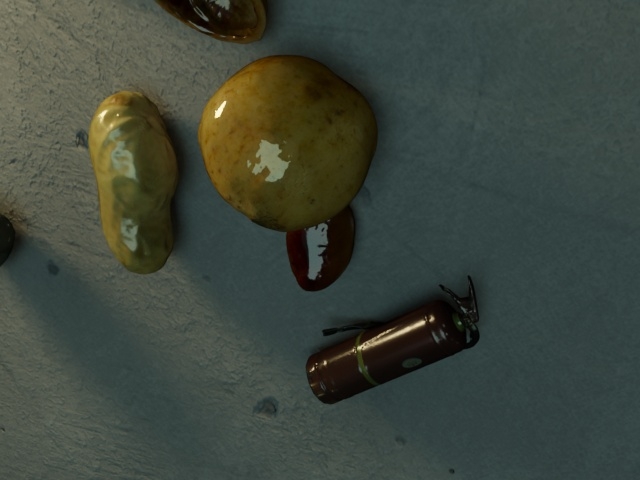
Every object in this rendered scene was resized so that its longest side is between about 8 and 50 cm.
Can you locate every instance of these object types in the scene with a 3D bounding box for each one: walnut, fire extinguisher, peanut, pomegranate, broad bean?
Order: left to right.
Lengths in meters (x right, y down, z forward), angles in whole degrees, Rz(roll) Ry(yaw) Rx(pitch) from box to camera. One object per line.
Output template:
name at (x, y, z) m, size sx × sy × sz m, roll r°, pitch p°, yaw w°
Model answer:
peanut at (-0.308, -0.089, 1.190) m, size 0.147 × 0.147 × 0.319 m, roll 5°, pitch 111°, yaw 13°
walnut at (-0.162, -0.385, 1.037) m, size 0.211 × 0.087 × 0.167 m, roll 33°, pitch 149°, yaw -25°
pomegranate at (-0.051, -0.143, 1.040) m, size 0.260 × 0.260 × 0.261 m, roll 6°, pitch 114°, yaw 13°
broad bean at (0.000, 0.000, 1.174) m, size 0.114 × 0.084 × 0.165 m, roll -4°, pitch 111°, yaw -13°
fire extinguisher at (0.127, 0.168, 1.200) m, size 0.341 × 0.105 × 0.141 m, roll -29°, pitch 104°, yaw 27°

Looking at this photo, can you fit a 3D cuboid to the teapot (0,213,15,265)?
teapot at (-0.702, -0.040, 1.310) m, size 0.183 × 0.183 × 0.251 m, roll -41°, pitch 88°, yaw 26°
